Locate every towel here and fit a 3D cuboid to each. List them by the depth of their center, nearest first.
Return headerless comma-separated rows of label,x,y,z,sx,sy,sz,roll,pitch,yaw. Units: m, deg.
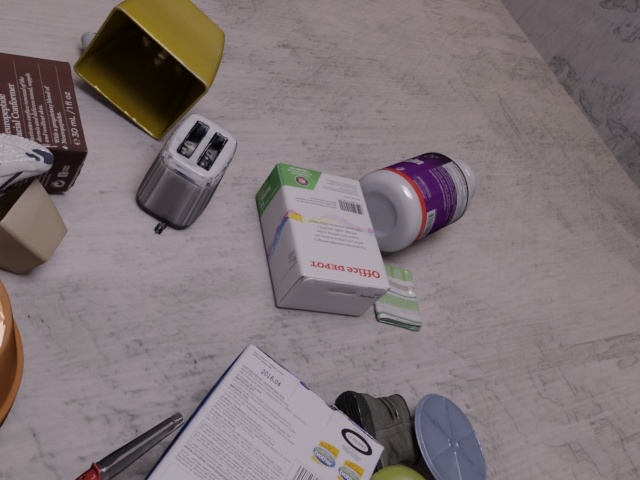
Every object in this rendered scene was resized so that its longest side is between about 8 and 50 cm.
towel,0.161,0.114,1.475,0.113,0.023,0.152,18,46,-25

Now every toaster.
toaster,-0.247,-0.131,1.289,0.129,0.146,0.227,32,42,-9

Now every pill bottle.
pill bottle,0.225,-0.100,1.588,0.323,0.181,0.181,-24,71,-46

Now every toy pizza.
toy pizza,0.233,0.380,1.272,0.201,0.032,0.201,33,38,-30

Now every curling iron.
curling iron,-0.301,0.296,0.894,0.274,0.035,0.068,-25,73,-22

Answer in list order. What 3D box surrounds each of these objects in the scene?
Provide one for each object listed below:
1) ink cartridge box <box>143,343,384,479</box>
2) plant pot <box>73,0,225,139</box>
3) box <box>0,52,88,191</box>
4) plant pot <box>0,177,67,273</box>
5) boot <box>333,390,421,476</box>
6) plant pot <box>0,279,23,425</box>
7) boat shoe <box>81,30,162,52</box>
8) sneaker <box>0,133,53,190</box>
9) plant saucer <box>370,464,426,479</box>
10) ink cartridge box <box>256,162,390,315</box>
ink cartridge box,-0.086,0.342,0.997,0.270,0.151,0.395,39,43,-1
plant pot,-0.310,-0.365,1.352,0.212,0.212,0.187,41,47,-18
box,-0.578,-0.193,1.071,0.381,0.143,0.191,-2,64,-37
plant pot,-0.458,-0.013,1.058,0.096,0.109,0.109,52,34,-29
boot,0.119,0.373,1.185,0.161,0.083,0.246,17,50,-38
plant pot,-0.492,0.124,0.818,0.291,0.203,0.290,18,53,-26
boat shoe,-0.396,-0.417,1.475,0.227,0.079,0.081,-13,68,-39
sneaker,-0.503,-0.061,0.989,0.094,0.153,0.235,37,38,30
plant saucer,0.131,0.472,1.063,0.241,0.037,0.241,13,71,-42
ink cartridge box,0.000,0.000,1.382,0.201,0.117,0.278,10,50,-30
